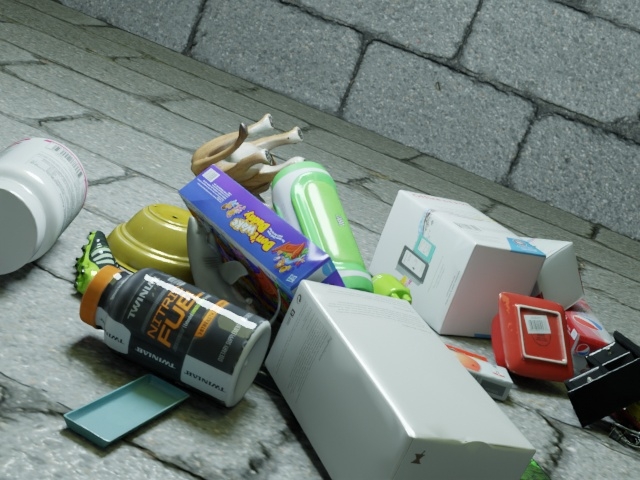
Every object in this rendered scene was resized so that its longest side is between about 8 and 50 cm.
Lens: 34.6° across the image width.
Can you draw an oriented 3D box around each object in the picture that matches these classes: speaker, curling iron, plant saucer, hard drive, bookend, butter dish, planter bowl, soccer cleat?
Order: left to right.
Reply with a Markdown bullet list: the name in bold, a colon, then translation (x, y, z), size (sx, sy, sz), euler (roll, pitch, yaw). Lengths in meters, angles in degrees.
- **soccer cleat**: translation (-0.345, 0.042, 1.613), size (0.072, 0.060, 0.179), euler (25, 20, -20)
- **plant saucer**: translation (-0.236, 0.208, 1.263), size (0.067, 0.018, 0.192), euler (25, 18, 17)
- **planter bowl**: translation (-0.265, -0.006, 1.793), size (0.217, 0.090, 0.217), euler (18, 16, -5)
- **hard drive**: translation (-0.078, 0.186, 1.513), size (0.135, 0.022, 0.094), euler (25, 17, 14)
- **speaker**: translation (0.000, 0.000, 1.847), size (0.131, 0.131, 0.297), euler (9, 46, -35)
- **butter dish**: translation (0.373, 0.192, 1.899), size (0.160, 0.118, 0.160), euler (11, 62, -26)
- **bookend**: translation (0.498, 0.242, 1.820), size (0.156, 0.072, 0.157), euler (-26, 11, 1)
- **curling iron**: translation (0.513, 0.294, 1.857), size (0.068, 0.035, 0.274), euler (16, 17, -15)

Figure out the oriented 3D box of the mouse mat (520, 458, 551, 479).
- **mouse mat**: translation (0.237, 0.310, 1.524), size (0.189, 0.007, 0.152), euler (13, 17, -26)

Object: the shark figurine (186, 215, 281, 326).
- **shark figurine**: translation (-0.155, 0.104, 1.585), size (0.116, 0.166, 0.278), euler (-23, 43, -22)

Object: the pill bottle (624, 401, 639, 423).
- **pill bottle**: translation (0.596, 0.283, 1.847), size (0.065, 0.116, 0.065), euler (19, 16, -6)

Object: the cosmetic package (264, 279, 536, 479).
- **cosmetic package**: translation (0.090, 0.213, 1.351), size (0.196, 0.155, 0.365), euler (14, 22, -28)

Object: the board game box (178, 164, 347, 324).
- **board game box**: translation (-0.071, 0.047, 1.640), size (0.347, 0.078, 0.233), euler (37, -18, 46)

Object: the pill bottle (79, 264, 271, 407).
- **pill bottle**: translation (-0.201, 0.120, 1.390), size (0.245, 0.130, 0.130), euler (23, 16, 11)

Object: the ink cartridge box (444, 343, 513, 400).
- **ink cartridge box**: translation (0.252, 0.208, 1.808), size (0.145, 0.045, 0.179), euler (19, 19, -7)

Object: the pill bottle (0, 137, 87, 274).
- **pill bottle**: translation (-0.466, -0.055, 1.582), size (0.160, 0.160, 0.283), euler (19, 16, -5)

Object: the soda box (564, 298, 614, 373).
- **soda box**: translation (0.526, 0.190, 2.126), size (0.092, 0.084, 0.263), euler (18, 17, -7)

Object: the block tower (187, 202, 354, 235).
- **block tower**: translation (-0.095, -0.018, 1.997), size (0.335, 0.091, 0.097), euler (19, -5, -9)

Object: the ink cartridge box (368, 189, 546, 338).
- **ink cartridge box**: translation (0.269, 0.047, 2.072), size (0.198, 0.197, 0.270), euler (8, 20, -34)

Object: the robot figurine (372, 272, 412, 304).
- **robot figurine**: translation (0.130, 0.104, 1.952), size (0.101, 0.067, 0.115), euler (2, 22, -26)

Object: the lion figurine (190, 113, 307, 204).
- **lion figurine**: translation (-0.171, -0.155, 2.069), size (0.240, 0.142, 0.392), euler (-17, -14, 17)

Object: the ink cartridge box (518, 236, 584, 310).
- **ink cartridge box**: translation (0.435, 0.077, 2.151), size (0.127, 0.128, 0.176), euler (-28, 20, -30)
